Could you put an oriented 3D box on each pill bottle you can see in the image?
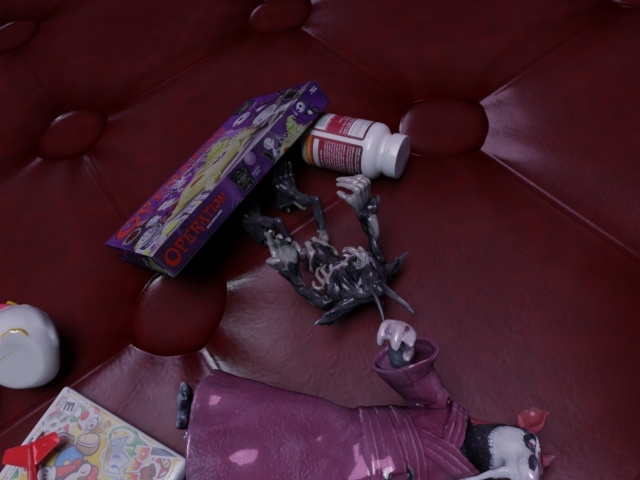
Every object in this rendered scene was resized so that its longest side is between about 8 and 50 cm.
[{"bbox_3d":[0.053,-0.141,0.757,0.152,0.086,0.086,18,62,23],"label":"pill bottle"}]

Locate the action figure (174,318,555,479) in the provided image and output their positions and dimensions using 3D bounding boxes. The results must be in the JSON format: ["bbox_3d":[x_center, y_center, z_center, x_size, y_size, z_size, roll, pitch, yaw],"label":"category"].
[{"bbox_3d":[0.049,0.226,0.476,0.370,0.276,0.248,-1,65,-11],"label":"action figure"}]

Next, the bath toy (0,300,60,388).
[{"bbox_3d":[-0.505,0.179,0.644,0.348,0.151,0.129,-26,19,-7],"label":"bath toy"}]

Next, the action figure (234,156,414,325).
[{"bbox_3d":[0.000,0.000,0.641,0.164,0.141,0.275,-39,54,-19],"label":"action figure"}]

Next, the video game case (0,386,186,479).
[{"bbox_3d":[-0.289,0.309,0.560,0.206,0.026,0.227,19,62,23],"label":"video game case"}]

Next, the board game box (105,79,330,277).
[{"bbox_3d":[-0.155,-0.101,0.745,0.208,0.056,0.347,1,48,55],"label":"board game box"}]

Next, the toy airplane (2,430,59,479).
[{"bbox_3d":[-0.314,0.281,0.551,0.151,0.028,0.151,-7,56,10],"label":"toy airplane"}]
